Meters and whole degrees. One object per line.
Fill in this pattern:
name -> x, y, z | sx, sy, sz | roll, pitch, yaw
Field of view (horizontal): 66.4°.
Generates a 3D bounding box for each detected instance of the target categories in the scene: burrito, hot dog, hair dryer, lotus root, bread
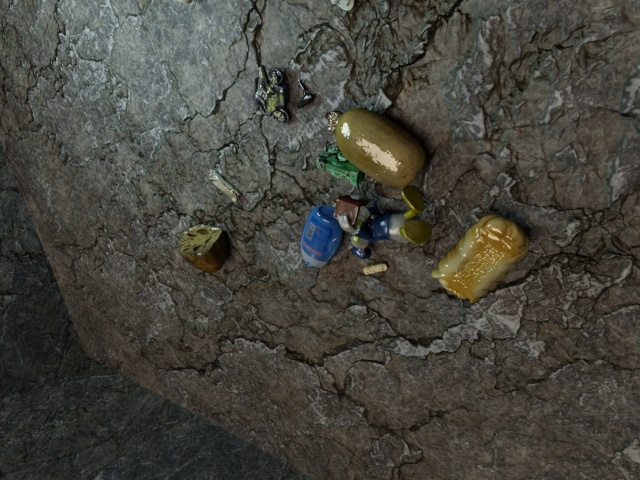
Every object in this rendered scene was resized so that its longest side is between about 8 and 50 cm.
burrito -> -0.385, -0.217, 1.939 | 0.171, 0.042, 0.051 | 38, 136, 6
hot dog -> 0.196, 0.097, 1.733 | 0.090, 0.034, 0.030 | -15, 100, 20
hair dryer -> -0.059, -0.470, 1.559 | 0.079, 0.031, 0.083 | -20, 92, 51
lotus root -> 0.150, -0.285, 1.436 | 0.342, 0.151, 0.169 | 35, 132, 8
bread -> 0.478, 0.049, 1.439 | 0.172, 0.121, 0.311 | 37, 133, 5
lotus root -> -0.499, 0.050, 2.103 | 0.199, 0.188, 0.180 | 13, 139, 26

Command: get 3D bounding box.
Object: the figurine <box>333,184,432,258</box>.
figurine -> 0.159, -0.032, 1.575 | 0.283, 0.205, 0.338 | 21, 147, -10

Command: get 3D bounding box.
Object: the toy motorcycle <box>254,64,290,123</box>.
toy motorcycle -> -0.164, -0.475, 1.599 | 0.124, 0.061, 0.194 | 11, 132, 22

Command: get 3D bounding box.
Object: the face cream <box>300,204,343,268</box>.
face cream -> 0.000, 0.000, 1.773 | 0.149, 0.083, 0.264 | 33, 132, 14

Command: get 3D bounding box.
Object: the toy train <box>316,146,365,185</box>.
toy train -> 0.069, -0.238, 1.559 | 0.178, 0.104, 0.071 | 23, 133, 23

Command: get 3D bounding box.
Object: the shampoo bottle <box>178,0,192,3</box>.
shampoo bottle -> -0.405, -0.871, 1.502 | 0.127, 0.078, 0.257 | 44, 136, 11

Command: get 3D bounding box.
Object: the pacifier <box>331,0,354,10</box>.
pacifier -> 0.050, -0.658, 1.328 | 0.083, 0.064, 0.068 | 51, 151, -3
